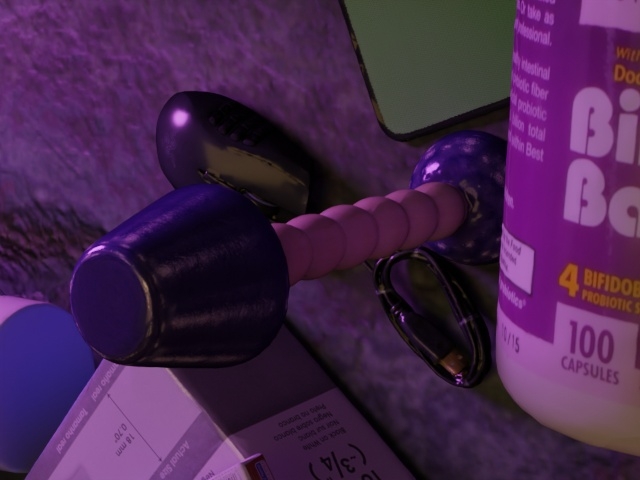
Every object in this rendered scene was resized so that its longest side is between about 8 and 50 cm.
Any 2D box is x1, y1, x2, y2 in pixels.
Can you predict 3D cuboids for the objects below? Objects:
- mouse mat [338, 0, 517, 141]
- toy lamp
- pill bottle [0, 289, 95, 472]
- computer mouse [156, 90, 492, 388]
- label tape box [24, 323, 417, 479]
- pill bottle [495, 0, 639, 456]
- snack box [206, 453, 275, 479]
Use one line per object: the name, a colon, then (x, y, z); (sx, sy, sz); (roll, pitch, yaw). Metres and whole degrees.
mouse mat: (0.082, -0.143, 0.814); (0.189, 0.007, 0.153); (-17, 90, 39)
toy lamp: (0.000, 0.000, 0.739); (0.080, 0.274, 0.080); (10, 107, 34)
pill bottle: (-0.259, 0.079, 1.043); (0.229, 0.131, 0.131); (5, 104, 36)
computer mouse: (-0.006, -0.001, 0.893); (0.242, 0.041, 0.071); (37, 120, 23)
label tape box: (-0.025, 0.227, 0.922); (0.334, 0.106, 0.240); (48, 125, 18)
pill bottle: (0.162, -0.076, 0.668); (0.169, 0.169, 0.301); (12, 108, 34)
snack box: (-0.081, 0.173, 0.867); (0.178, 0.022, 0.064); (-32, 81, 36)
